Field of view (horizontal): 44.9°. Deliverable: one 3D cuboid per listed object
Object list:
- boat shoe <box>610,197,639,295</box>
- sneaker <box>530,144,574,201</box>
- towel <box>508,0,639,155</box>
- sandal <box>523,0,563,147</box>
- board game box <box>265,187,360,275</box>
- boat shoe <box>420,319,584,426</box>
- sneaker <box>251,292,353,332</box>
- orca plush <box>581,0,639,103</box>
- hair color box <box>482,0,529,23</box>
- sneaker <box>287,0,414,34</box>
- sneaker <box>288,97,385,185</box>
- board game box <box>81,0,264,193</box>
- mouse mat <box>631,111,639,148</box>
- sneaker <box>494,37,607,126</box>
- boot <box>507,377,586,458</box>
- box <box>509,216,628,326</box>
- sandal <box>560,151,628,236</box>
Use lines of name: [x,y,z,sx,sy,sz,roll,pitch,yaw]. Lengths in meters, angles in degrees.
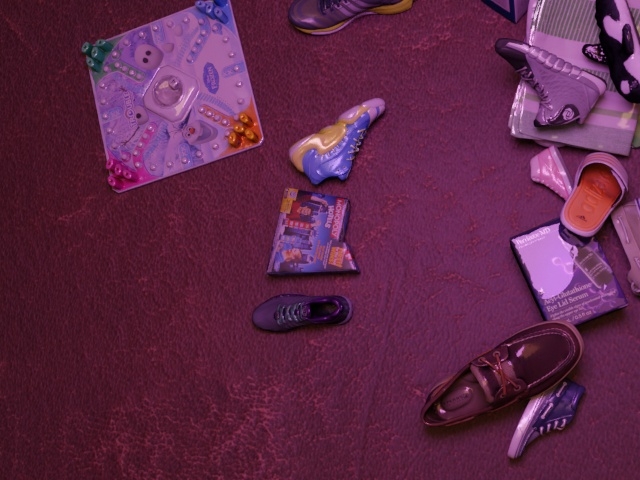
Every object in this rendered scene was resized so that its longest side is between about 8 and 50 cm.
boat shoe: [0.635,0.063,1.477,0.094,0.109,0.302,-19,67,27]
sneaker: [0.470,-0.119,1.568,0.070,0.051,0.134,-26,84,26]
towel: [0.518,-0.345,1.511,0.247,0.038,0.325,10,100,2]
sandal: [0.487,-0.400,1.577,0.169,0.102,0.416,12,98,3]
board game box: [0.000,0.000,1.665,0.194,0.060,0.194,12,84,15]
boat shoe: [0.330,0.262,1.450,0.342,0.123,0.123,-32,80,29]
sneaker: [-0.048,0.145,1.633,0.223,0.098,0.083,-9,79,13]
orca plush: [0.527,-0.380,1.431,0.102,0.151,0.287,-19,99,30]
hair color box: [0.469,-0.639,1.584,0.105,0.174,0.347,41,92,18]
sneaker: [0.065,-0.545,1.703,0.299,0.121,0.111,-15,77,12]
sneaker: [0.056,-0.205,1.682,0.240,0.091,0.126,-31,93,8]
board game box: [-0.358,-0.350,1.821,0.389,0.050,0.390,-17,78,11]
mouse mat: [0.675,-0.290,1.561,0.189,0.007,0.153,-30,75,8]
sneaker: [0.416,-0.286,1.470,0.228,0.086,0.132,24,103,-2]
boot: [0.434,0.347,1.488,0.086,0.069,0.190,26,87,20]
box: [0.476,0.064,1.503,0.153,0.108,0.207,-25,76,10]
sandal: [0.531,-0.102,1.460,0.102,0.076,0.265,30,46,10]
